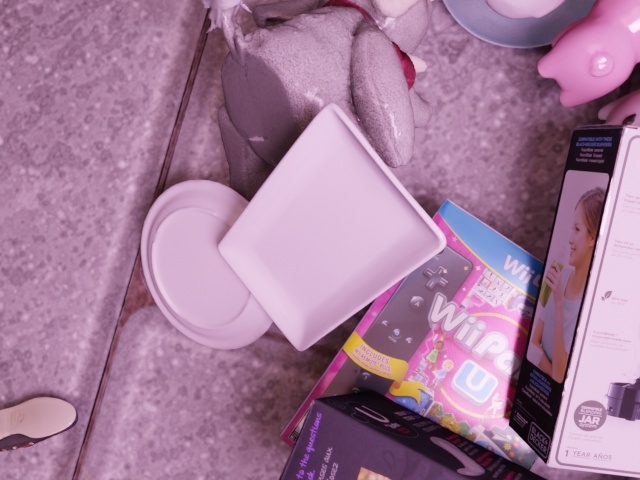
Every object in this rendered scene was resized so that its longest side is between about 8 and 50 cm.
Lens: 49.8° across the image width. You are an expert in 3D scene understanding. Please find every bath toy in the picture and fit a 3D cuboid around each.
[{"bbox_3d":[0.300,-0.183,0.661,0.348,0.129,0.151,46,55,-14],"label":"bath toy"}]

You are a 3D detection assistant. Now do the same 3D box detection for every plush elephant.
[{"bbox_3d":[0.028,-0.175,0.718,0.255,0.272,0.330,-34,117,-30],"label":"plush elephant"}]

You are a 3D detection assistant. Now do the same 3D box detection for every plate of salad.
[{"bbox_3d":[-0.123,0.028,0.789,0.200,0.048,0.200,8,107,28],"label":"plate of salad"}]

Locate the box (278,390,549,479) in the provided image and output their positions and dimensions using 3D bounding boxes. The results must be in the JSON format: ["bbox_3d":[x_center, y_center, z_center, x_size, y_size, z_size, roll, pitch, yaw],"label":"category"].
[{"bbox_3d":[0.108,0.247,0.567,0.270,0.165,0.143,23,90,24],"label":"box"}]

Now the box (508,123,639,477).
[{"bbox_3d":[0.287,0.055,0.607,0.169,0.087,0.290,8,98,-8],"label":"box"}]

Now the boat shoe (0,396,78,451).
[{"bbox_3d":[-0.350,0.222,0.828,0.133,0.042,0.049,-14,57,7],"label":"boat shoe"}]

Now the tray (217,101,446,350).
[{"bbox_3d":[0.000,0.000,0.631,0.030,0.270,0.145,-35,84,-37],"label":"tray"}]

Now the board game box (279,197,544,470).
[{"bbox_3d":[0.135,0.143,0.728,0.224,0.097,0.303,35,91,10],"label":"board game box"}]

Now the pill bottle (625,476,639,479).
[{"bbox_3d":[0.315,0.319,0.652,0.272,0.152,0.152,-43,80,4],"label":"pill bottle"}]

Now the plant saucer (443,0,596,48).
[{"bbox_3d":[0.230,-0.306,0.784,0.195,0.037,0.195,-1,84,9],"label":"plant saucer"}]
